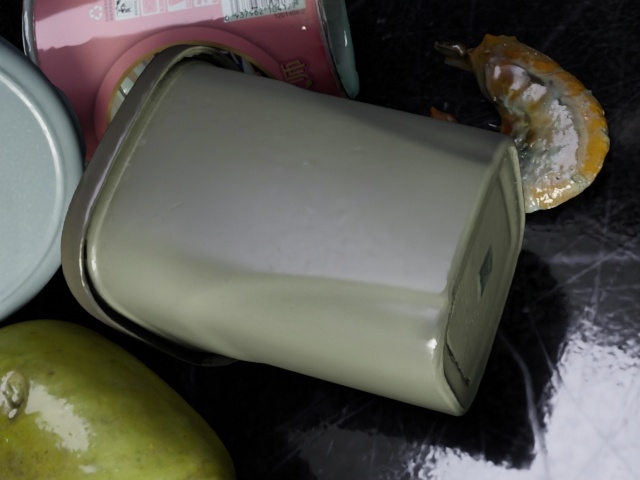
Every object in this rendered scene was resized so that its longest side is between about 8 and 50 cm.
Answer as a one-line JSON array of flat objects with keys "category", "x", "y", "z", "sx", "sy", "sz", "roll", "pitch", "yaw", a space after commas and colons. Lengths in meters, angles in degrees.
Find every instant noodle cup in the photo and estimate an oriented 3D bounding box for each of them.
[{"category": "instant noodle cup", "x": -0.104, "y": -0.182, "z": 0.674, "sx": 0.255, "sy": 0.244, "sz": 0.243, "roll": -10, "pitch": 59, "yaw": 12}]

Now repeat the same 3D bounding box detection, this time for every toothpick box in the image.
[{"category": "toothpick box", "x": -0.375, "y": -0.082, "z": 0.585, "sx": 0.355, "sy": 0.263, "sz": 0.263, "roll": 18, "pitch": 72, "yaw": 47}]

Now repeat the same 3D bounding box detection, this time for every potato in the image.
[{"category": "potato", "x": -0.179, "y": 0.156, "z": 0.529, "sx": 0.228, "sy": 0.197, "sz": 0.148, "roll": 43, "pitch": 65, "yaw": 7}]

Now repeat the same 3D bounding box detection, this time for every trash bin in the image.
[{"category": "trash bin", "x": 0.000, "y": 0.000, "z": 0.512, "sx": 0.250, "sy": 0.219, "sz": 0.219, "roll": 14, "pitch": 72, "yaw": 25}]

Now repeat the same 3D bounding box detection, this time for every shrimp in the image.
[{"category": "shrimp", "x": 0.147, "y": -0.102, "z": 0.589, "sx": 0.132, "sy": 0.051, "sz": 0.187, "roll": -35, "pitch": 56, "yaw": 5}]
